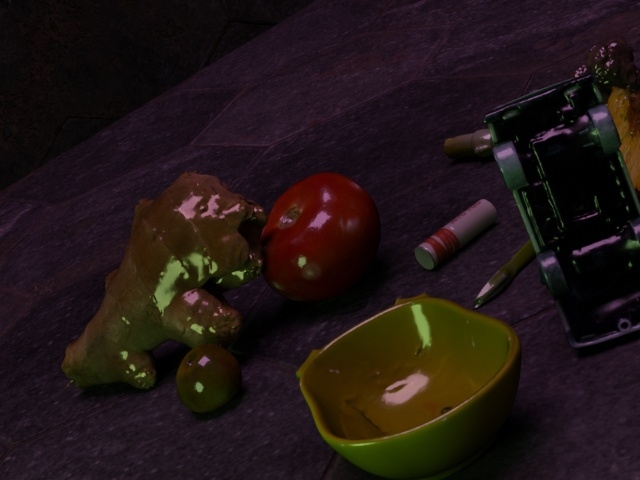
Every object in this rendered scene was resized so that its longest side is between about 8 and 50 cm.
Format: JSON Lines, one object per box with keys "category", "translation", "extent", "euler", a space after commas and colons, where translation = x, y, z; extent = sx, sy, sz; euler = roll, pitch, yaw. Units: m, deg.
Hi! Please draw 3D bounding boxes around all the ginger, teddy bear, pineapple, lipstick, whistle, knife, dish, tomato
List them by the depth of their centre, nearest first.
{"category": "dish", "translation": [0.099, 0.168, 1.302], "extent": [0.221, 0.108, 0.262], "euler": [-29, 23, -11]}
{"category": "knife", "translation": [0.251, 0.029, 1.591], "extent": [0.184, 0.022, 0.026], "euler": [-41, 0, -33]}
{"category": "pineapple", "translation": [0.458, -0.101, 1.598], "extent": [0.140, 0.164, 0.250], "euler": [-68, 27, 8]}
{"category": "lipstick", "translation": [0.189, -0.009, 1.726], "extent": [0.130, 0.038, 0.038], "euler": [-36, 23, -27]}
{"category": "ginger", "translation": [-0.206, 0.090, 1.751], "extent": [0.236, 0.376, 0.166], "euler": [30, 24, 12]}
{"category": "tomato", "translation": [0.000, 0.000, 1.758], "extent": [0.195, 0.136, 0.195], "euler": [-34, 32, 26]}
{"category": "teddy bear", "translation": [0.421, -0.212, 1.841], "extent": [0.190, 0.140, 0.177], "euler": [-79, 13, -65]}
{"category": "whistle", "translation": [0.280, -0.163, 1.969], "extent": [0.198, 0.057, 0.104], "euler": [-4, 29, 41]}

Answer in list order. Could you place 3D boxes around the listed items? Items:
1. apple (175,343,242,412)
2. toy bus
{"category": "apple", "translation": [-0.145, 0.179, 1.600], "extent": [0.089, 0.074, 0.089], "euler": [-39, 24, 21]}
{"category": "toy bus", "translation": [0.283, -0.039, 1.374], "extent": [0.133, 0.276, 0.165], "euler": [-20, 10, 9]}
